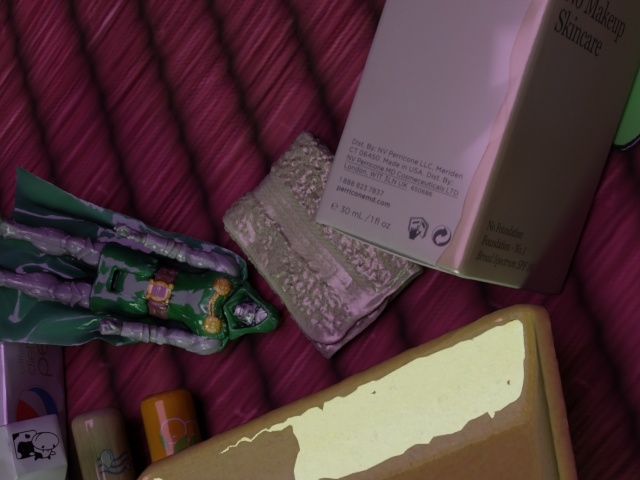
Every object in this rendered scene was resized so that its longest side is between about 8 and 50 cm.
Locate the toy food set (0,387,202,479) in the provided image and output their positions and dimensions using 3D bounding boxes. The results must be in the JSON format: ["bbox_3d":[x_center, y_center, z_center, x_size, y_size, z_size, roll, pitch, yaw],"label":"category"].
[{"bbox_3d":[-0.197,0.181,0.971,0.111,0.232,0.104,-22,79,50],"label":"toy food set"}]

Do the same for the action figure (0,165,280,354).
[{"bbox_3d":[-0.141,0.032,1.014,0.232,0.063,0.137,12,90,9],"label":"action figure"}]

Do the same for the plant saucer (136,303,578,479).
[{"bbox_3d":[0.025,0.238,0.805,0.333,0.081,0.332,-26,42,24],"label":"plant saucer"}]

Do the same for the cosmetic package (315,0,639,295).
[{"bbox_3d":[0.124,-0.132,0.854,0.113,0.160,0.309,22,96,32],"label":"cosmetic package"}]

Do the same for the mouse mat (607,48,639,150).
[{"bbox_3d":[0.216,-0.171,0.897,0.189,0.007,0.152,-47,61,20],"label":"mouse mat"}]

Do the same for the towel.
[{"bbox_3d":[0.000,0.000,0.986,0.110,0.027,0.148,-46,63,14],"label":"towel"}]

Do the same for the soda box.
[{"bbox_3d":[-0.251,0.111,1.082,0.069,0.074,0.216,-12,76,27],"label":"soda box"}]
